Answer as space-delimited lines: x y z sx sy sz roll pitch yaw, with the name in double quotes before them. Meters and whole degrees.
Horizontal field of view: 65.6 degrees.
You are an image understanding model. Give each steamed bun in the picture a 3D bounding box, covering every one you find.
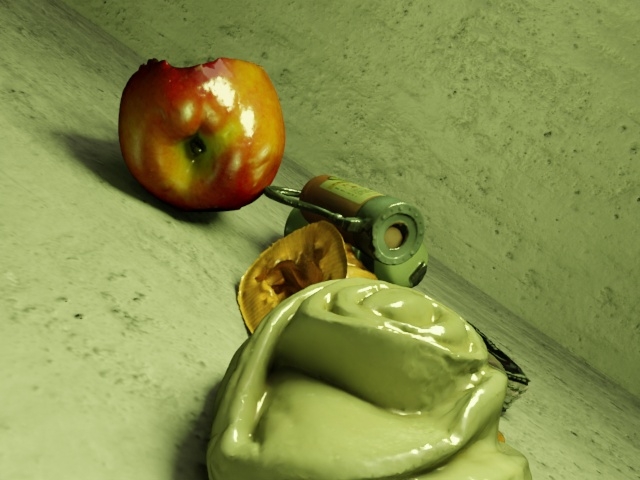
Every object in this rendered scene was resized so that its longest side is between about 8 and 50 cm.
"steamed bun" 0.065 0.178 0.540 0.343 0.255 0.367 27 14 -20

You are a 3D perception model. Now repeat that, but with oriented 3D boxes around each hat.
"hat" 0.016 0.127 0.855 0.233 0.244 0.233 45 44 -32

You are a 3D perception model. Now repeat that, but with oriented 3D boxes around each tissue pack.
"tissue pack" 0.288 0.243 1.118 0.332 0.123 0.245 26 18 -32

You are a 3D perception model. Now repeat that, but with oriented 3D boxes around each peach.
"peach" -0.240 -0.211 1.049 0.335 0.309 0.406 -7 8 -5

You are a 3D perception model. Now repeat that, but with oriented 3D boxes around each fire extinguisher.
"fire extinguisher" 0.023 -0.073 0.959 0.200 0.113 0.376 31 0 -30

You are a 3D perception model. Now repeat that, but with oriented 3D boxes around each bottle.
"bottle" 0.080 0.013 1.134 0.347 0.168 0.168 21 1 43

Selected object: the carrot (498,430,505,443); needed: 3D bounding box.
"carrot" 0.268 0.345 0.860 0.186 0.060 0.060 22 18 -47
